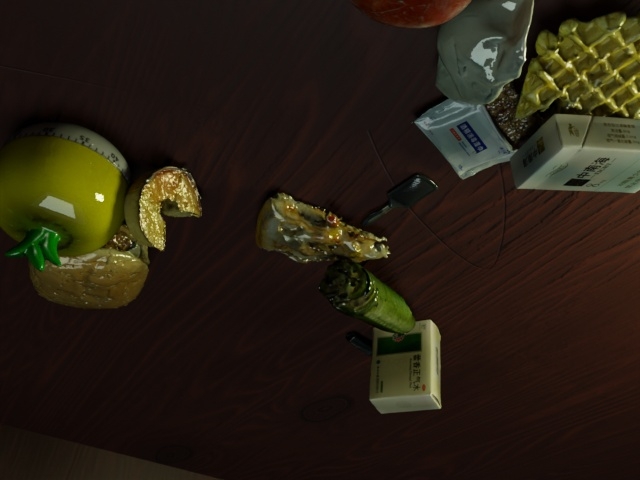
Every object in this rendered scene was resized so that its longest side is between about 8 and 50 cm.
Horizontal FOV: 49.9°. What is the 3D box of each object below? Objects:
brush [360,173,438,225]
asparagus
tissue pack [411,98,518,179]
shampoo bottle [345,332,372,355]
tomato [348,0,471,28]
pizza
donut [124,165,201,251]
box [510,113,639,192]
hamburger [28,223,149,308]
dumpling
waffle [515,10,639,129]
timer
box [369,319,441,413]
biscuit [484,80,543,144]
[{"bbox_3d":[0.152,-0.075,1.398,0.062,0.016,0.193,30,137,-28],"label":"brush"},{"bbox_3d":[0.120,0.145,1.607,0.128,0.108,0.382,9,167,26],"label":"asparagus"},{"bbox_3d":[0.260,-0.185,1.225,0.122,0.026,0.193,-22,136,32],"label":"tissue pack"},{"bbox_3d":[0.123,0.292,1.895,0.048,0.027,0.137,-12,142,43],"label":"shampoo bottle"},{"bbox_3d":[0.113,-0.367,0.905,0.213,0.181,0.155,16,161,-1],"label":"tomato"},{"bbox_3d":[0.000,0.000,1.477,0.296,0.071,0.189,17,141,-17],"label":"pizza"},{"bbox_3d":[-0.317,-0.074,1.354,0.078,0.181,0.146,4,126,31],"label":"donut"},{"bbox_3d":[0.466,-0.142,1.160,0.242,0.067,0.155,2,157,-15],"label":"box"},{"bbox_3d":[-0.519,0.057,1.551,0.259,0.145,0.283,7,145,-10],"label":"hamburger"},{"bbox_3d":[0.243,-0.282,0.999,0.124,0.151,0.229,-10,150,-25],"label":"dumpling"},{"bbox_3d":[0.436,-0.251,1.075,0.249,0.056,0.261,-6,145,1],"label":"waffle"},{"bbox_3d":[-0.503,-0.059,1.300,0.284,0.285,0.285,4,144,3],"label":"timer"},{"bbox_3d":[0.221,0.325,1.768,0.167,0.212,0.095,-10,140,20],"label":"box"},{"bbox_3d":[0.306,-0.234,1.145,0.064,0.035,0.199,-25,134,30],"label":"biscuit"}]
